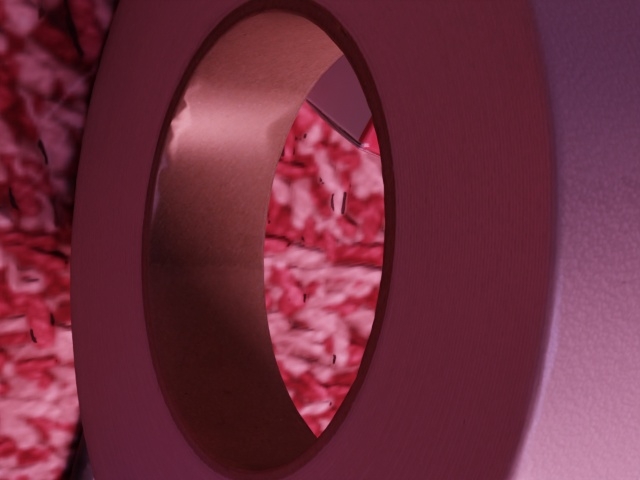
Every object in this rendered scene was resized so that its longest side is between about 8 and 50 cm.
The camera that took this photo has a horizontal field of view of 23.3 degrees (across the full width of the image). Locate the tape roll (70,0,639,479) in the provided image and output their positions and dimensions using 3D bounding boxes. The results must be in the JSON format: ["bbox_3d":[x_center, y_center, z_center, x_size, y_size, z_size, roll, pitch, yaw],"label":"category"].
[{"bbox_3d":[0.000,0.000,0.676,0.072,0.392,0.392,4,115,-32],"label":"tape roll"}]

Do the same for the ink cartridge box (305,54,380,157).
[{"bbox_3d":[0.099,-0.094,0.885,0.175,0.072,0.127,19,105,-38],"label":"ink cartridge box"}]

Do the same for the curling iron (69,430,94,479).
[{"bbox_3d":[-0.165,0.215,0.929,0.068,0.035,0.274,9,112,-35],"label":"curling iron"}]
